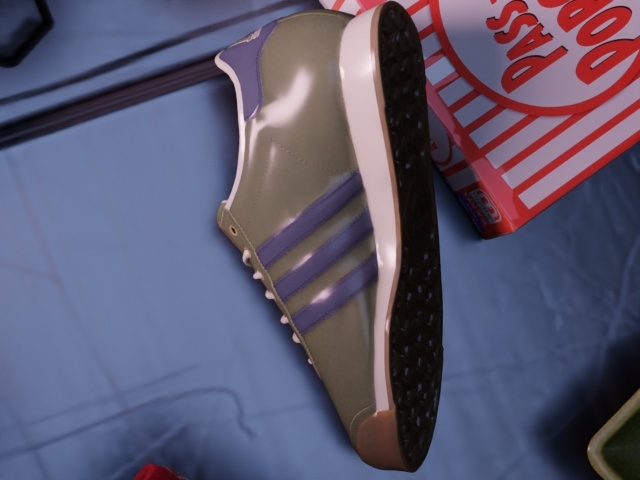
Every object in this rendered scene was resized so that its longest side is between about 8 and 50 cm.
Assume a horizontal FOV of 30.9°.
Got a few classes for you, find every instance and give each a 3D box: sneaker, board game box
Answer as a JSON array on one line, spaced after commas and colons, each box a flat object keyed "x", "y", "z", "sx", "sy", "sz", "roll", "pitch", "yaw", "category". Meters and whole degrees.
[{"x": 0.000, "y": 0.000, "z": 0.483, "sx": 0.086, "sy": 0.064, "sz": 0.192, "roll": 2, "pitch": 105, "yaw": 25, "category": "sneaker"}, {"x": 0.112, "y": -0.114, "z": 0.511, "sx": 0.193, "sy": 0.045, "sz": 0.146, "roll": -36, "pitch": 91, "yaw": -10, "category": "board game box"}]

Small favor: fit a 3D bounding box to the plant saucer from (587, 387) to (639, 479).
[{"x": 0.236, "y": 0.094, "z": 0.511, "sx": 0.188, "sy": 0.045, "sz": 0.188, "roll": -43, "pitch": 89, "yaw": -9, "category": "plant saucer"}]

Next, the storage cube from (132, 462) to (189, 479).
[{"x": -0.046, "y": 0.218, "z": 0.366, "sx": 0.215, "sy": 0.183, "sz": 0.193, "roll": 33, "pitch": 57, "yaw": -5, "category": "storage cube"}]
